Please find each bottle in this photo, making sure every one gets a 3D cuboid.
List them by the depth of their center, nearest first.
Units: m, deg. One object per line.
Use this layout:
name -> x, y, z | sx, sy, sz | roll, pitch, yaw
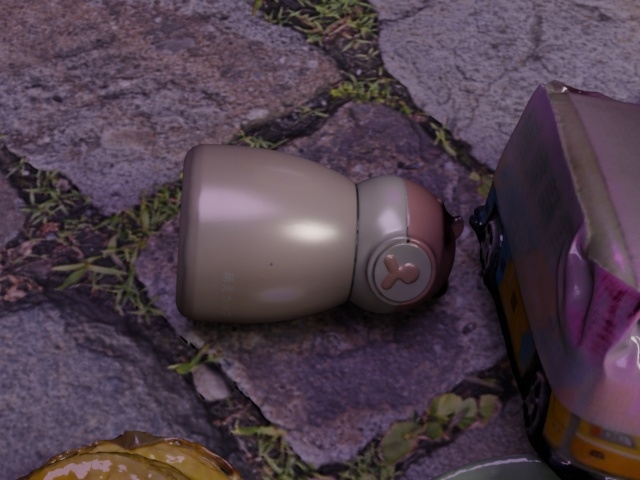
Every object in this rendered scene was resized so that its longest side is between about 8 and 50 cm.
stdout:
bottle -> 0.000, 0.000, 1.341 | 0.236, 0.148, 0.148 | 4, 52, -4

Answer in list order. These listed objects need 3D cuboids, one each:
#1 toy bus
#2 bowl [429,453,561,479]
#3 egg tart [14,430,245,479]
toy bus -> 0.224, 0.024, 1.202 | 0.171, 0.162, 0.386 | 6, 29, -6
bowl -> 0.149, 0.305, 1.092 | 0.289, 0.146, 0.289 | -1, 51, 2
egg tart -> -0.157, 0.250, 1.172 | 0.288, 0.118, 0.288 | -1, 48, 1
